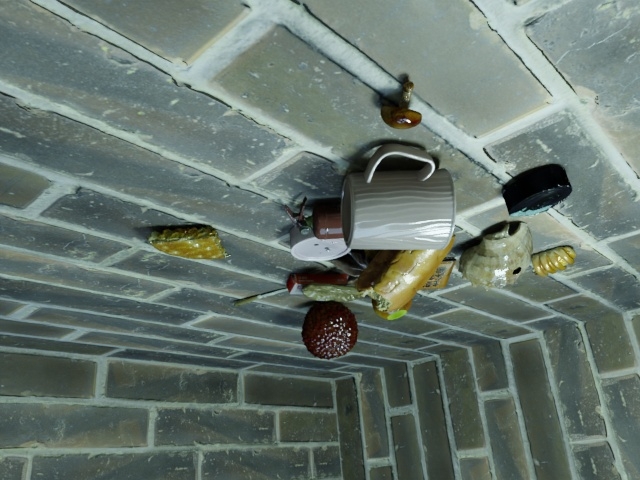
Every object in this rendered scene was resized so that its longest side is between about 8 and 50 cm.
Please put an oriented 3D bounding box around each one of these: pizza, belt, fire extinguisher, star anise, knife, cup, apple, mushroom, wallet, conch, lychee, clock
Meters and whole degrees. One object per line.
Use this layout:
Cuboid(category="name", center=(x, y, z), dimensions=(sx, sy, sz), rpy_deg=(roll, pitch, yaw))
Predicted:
Cuboid(category="pizza", center=(-0.387, 0.001, 1.687), dimensions=(0.292, 0.058, 0.197), rpy_deg=(13, 150, -40))
Cuboid(category="belt", center=(0.614, -0.134, 1.557), dimensions=(0.151, 0.078, 0.198), rpy_deg=(6, 152, -34))
Cuboid(category="fire extinguisher", center=(0.065, -0.072, 1.570), dimensions=(0.337, 0.106, 0.147), rpy_deg=(-3, 132, -6))
Cuboid(category="star anise", center=(0.205, 0.076, 1.919), dimensions=(0.292, 0.109, 0.349), rpy_deg=(23, 142, -37))
Cuboid(category="knife", center=(-0.235, 0.234, 2.308), dimensions=(0.297, 0.017, 0.047), rpy_deg=(-20, 155, 22))
Cuboid(category="cup", center=(0.203, -0.093, 1.405), dimensions=(0.273, 0.208, 0.288), rpy_deg=(-1, 158, -6))
Cuboid(category="apple", center=(0.298, 0.256, 2.305), dimensions=(0.163, 0.146, 0.147), rpy_deg=(-22, 148, 0))
Cuboid(category="mushroom", center=(0.171, -0.276, 1.147), dimensions=(0.088, 0.073, 0.129), rpy_deg=(22, 158, 13))
Cuboid(category="wallet", center=(0.415, 0.131, 2.119), dimensions=(0.195, 0.042, 0.161), rpy_deg=(-1, 139, -8))
Cuboid(category="conch", center=(0.640, 0.066, 1.923), dimensions=(0.263, 0.186, 0.324), rpy_deg=(-21, 165, -20))
Cuboid(category="lychee", center=(0.035, 0.403, 2.455), dimensions=(0.264, 0.264, 0.300), rpy_deg=(13, 168, -36))
Cuboid(category="clock", center=(0.000, 0.000, 1.750), dimensions=(0.196, 0.068, 0.197), rpy_deg=(-5, 157, -2))

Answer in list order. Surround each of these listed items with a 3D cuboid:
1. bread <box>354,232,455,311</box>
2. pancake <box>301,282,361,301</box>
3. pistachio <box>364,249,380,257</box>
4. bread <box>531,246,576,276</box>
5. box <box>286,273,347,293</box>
Cuboid(category="bread", center=(0.273, 0.082, 1.735), dimensions=(0.195, 0.149, 0.344), rpy_deg=(14, 120, -42))
Cuboid(category="pancake", center=(0.039, 0.188, 2.074), dimensions=(0.241, 0.050, 0.242), rpy_deg=(2, 162, 1))
Cuboid(category="pistachio", center=(0.168, 0.002, 1.746), dimensions=(0.089, 0.049, 0.173), rpy_deg=(9, 131, 9))
Cuboid(category="bread", center=(0.898, 0.082, 2.113), dimensions=(0.177, 0.084, 0.119), rpy_deg=(-27, 149, 33))
Cuboid(category="box", center=(-0.015, 0.173, 2.170), dimensions=(0.229, 0.050, 0.123), rpy_deg=(1, 154, -14))
